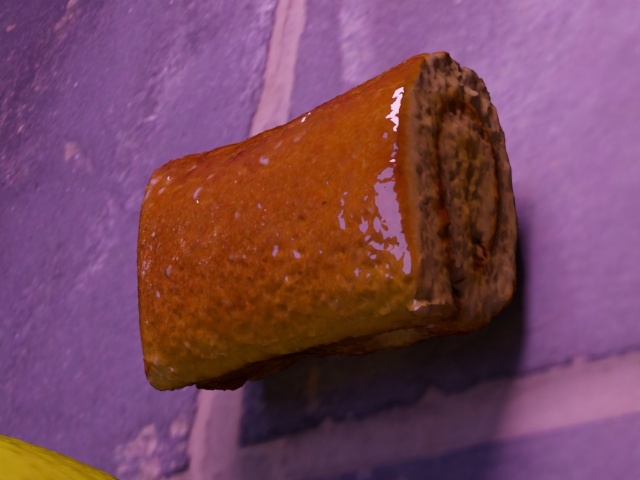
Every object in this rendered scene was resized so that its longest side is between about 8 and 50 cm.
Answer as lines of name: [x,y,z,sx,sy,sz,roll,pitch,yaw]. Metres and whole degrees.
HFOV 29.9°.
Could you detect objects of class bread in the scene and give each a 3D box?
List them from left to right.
bread: [0.000,0.000,0.552,0.172,0.103,0.132,-21,60,38]

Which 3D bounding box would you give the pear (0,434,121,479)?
pear: [-0.156,0.236,0.453,0.318,0.238,0.342,8,73,63]
